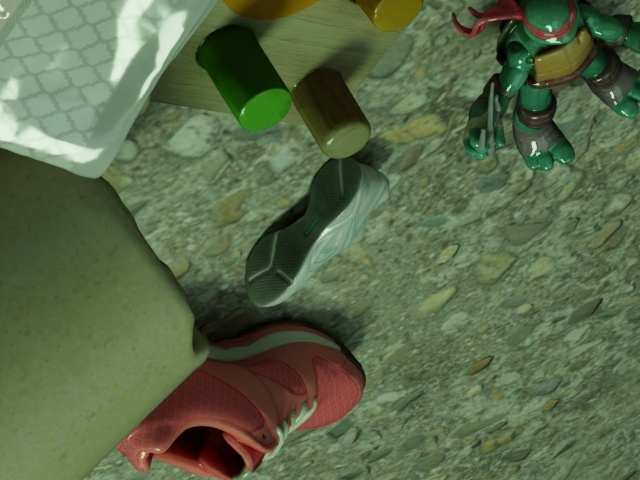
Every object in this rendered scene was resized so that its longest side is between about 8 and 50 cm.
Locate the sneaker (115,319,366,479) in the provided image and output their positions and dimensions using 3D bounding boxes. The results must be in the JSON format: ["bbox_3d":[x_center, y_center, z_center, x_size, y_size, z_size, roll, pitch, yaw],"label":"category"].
[{"bbox_3d":[-0.072,0.147,1.450,0.314,0.136,0.116,9,133,-46],"label":"sneaker"}]

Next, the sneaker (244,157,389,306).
[{"bbox_3d":[0.000,0.000,1.380,0.061,0.054,0.152,10,130,-50],"label":"sneaker"}]

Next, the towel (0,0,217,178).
[{"bbox_3d":[-0.164,-0.182,0.816,0.317,0.053,0.332,16,127,-35],"label":"towel"}]

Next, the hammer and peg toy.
[{"bbox_3d":[-0.056,-0.182,1.004,0.361,0.127,0.266,7,133,-44],"label":"hammer and peg toy"}]

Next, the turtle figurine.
[{"bbox_3d":[0.181,-0.127,1.291,0.175,0.118,0.234,-18,165,8],"label":"turtle figurine"}]

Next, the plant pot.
[{"bbox_3d":[-0.249,0.071,1.064,0.305,0.334,0.334,-37,150,-9],"label":"plant pot"}]
